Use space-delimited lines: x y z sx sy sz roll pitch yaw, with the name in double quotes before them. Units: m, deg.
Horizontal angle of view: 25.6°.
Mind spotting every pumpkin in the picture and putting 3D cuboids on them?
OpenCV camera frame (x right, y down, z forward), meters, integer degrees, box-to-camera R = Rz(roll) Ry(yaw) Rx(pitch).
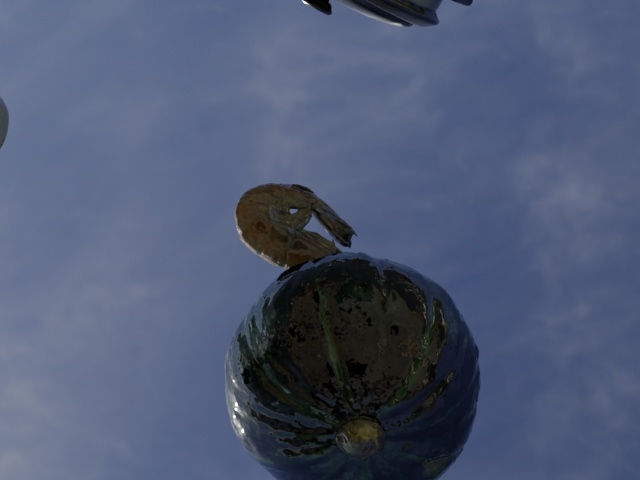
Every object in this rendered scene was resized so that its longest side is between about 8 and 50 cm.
"pumpkin" 0.040 0.170 1.607 0.315 0.315 0.238 -15 -148 10

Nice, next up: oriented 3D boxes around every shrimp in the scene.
"shrimp" 0.000 0.000 1.727 0.223 0.047 0.126 29 -129 -4

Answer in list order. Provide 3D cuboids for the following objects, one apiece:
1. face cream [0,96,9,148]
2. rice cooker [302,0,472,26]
"face cream" -0.319 -0.143 0.942 0.143 0.314 0.089 -17 -119 12
"rice cooker" 0.049 -0.338 1.446 0.281 0.241 0.227 35 -76 16
